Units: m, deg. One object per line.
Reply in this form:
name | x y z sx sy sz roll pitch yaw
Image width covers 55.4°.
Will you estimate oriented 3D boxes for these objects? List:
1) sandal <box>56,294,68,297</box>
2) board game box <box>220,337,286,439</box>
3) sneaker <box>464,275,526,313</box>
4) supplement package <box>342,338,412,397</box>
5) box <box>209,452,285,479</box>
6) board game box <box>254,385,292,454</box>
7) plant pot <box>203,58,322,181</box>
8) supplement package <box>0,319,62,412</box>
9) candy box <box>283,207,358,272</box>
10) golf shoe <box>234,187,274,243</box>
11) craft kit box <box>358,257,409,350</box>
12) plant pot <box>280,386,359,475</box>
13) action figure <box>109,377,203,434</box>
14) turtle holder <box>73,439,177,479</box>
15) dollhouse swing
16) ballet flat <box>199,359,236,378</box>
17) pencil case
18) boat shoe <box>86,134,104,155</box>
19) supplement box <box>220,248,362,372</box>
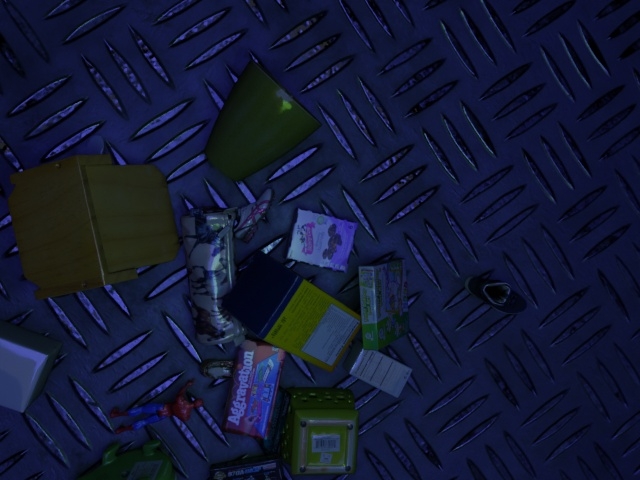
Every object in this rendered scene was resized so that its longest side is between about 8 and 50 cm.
sandal | -0.728 0.018 1.765 0.120 0.086 0.302 11 74 -23
board game box | -0.199 0.441 1.824 0.145 0.027 0.281 12 85 -5
sneaker | 0.596 0.187 1.968 0.226 0.163 0.086 23 86 -12
supplement package | 0.178 0.402 1.928 0.179 0.105 0.105 29 87 -10
box | -0.218 0.762 1.875 0.220 0.051 0.175 -11 93 1
board game box | -0.149 0.538 1.864 0.026 0.126 0.186 15 89 -33
plant pot | -0.193 -0.321 1.773 0.275 0.275 0.293 42 99 -9
supplement package | -0.908 0.327 1.692 0.293 0.177 0.175 23 88 -10
candy box | 0.000 0.000 1.898 0.196 0.070 0.164 13 90 -11
golf shoe | -0.207 -0.086 1.859 0.086 0.067 0.186 32 87 -8
craft kit box | 0.198 0.187 1.867 0.061 0.247 0.249 -2 94 33
plant pot | 0.002 0.585 1.853 0.228 0.207 0.227 3 92 -9
action figure | -0.469 0.498 1.832 0.281 0.139 0.091 -14 98 13
turtle holder | -0.563 0.743 1.742 0.321 0.243 0.227 -20 113 -18
dollhouse swing | -0.628 -0.047 1.731 0.315 0.305 0.346 -12 92 16
ballet flat | -0.266 0.399 1.866 0.206 0.067 0.073 -2 91 -11
pencil case | -0.306 0.102 1.789 0.160 0.184 0.410 -9 94 -40
boat shoe | -0.659 -0.236 1.786 0.049 0.040 0.142 8 90 -2
supplement box | -0.070 0.208 1.747 0.194 0.195 0.356 -56 136 -4
